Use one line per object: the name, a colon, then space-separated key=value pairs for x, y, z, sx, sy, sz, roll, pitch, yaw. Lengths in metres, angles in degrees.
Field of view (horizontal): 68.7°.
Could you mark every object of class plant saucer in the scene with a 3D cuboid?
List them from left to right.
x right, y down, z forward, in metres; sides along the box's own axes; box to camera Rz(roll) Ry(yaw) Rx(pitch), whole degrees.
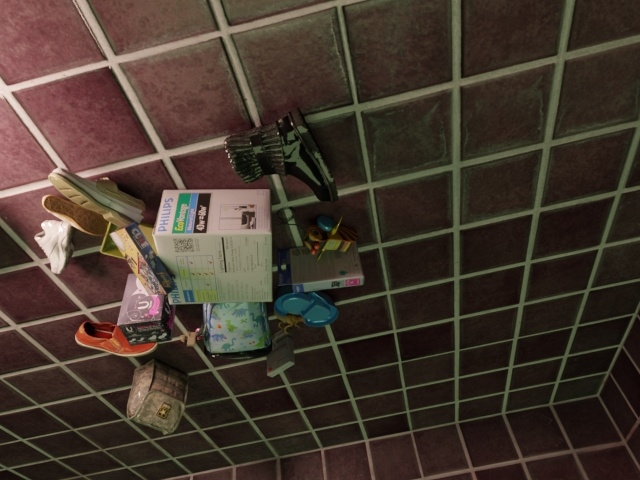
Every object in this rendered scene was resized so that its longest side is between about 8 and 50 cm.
plant saucer: x=-0.657 y=-0.007 z=1.656 sx=0.188 sy=0.045 sz=0.188 roll=18 pitch=128 yaw=-24

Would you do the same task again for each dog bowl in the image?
dog bowl: x=-0.062 y=0.273 z=2.001 sx=0.298 sy=0.074 sz=0.166 roll=26 pitch=125 yaw=-29

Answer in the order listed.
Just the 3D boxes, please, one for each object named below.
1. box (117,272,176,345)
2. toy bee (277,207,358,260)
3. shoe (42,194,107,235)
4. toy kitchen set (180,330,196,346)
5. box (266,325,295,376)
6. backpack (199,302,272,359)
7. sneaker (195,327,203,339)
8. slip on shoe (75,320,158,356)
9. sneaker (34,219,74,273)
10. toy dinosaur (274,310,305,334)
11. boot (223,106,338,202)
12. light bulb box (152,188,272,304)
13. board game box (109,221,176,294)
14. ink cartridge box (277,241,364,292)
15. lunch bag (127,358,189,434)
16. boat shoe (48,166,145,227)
box: x=-0.641 y=0.246 z=1.763 sx=0.164 sy=0.247 sz=0.142 roll=-8 pitch=136 yaw=-2
toy bee: x=0.000 y=0.000 z=1.679 sx=0.299 sy=0.162 sz=0.195 roll=-3 pitch=132 yaw=-9
shoe: x=-0.811 y=-0.086 z=1.552 sx=0.058 sy=0.076 sz=0.219 roll=8 pitch=156 yaw=48
toy kitchen set: x=-0.596 y=0.460 z=2.100 sx=0.068 sy=0.075 sz=0.083 roll=4 pitch=129 yaw=-11
box: x=-0.186 y=0.504 z=2.129 sx=0.145 sy=0.186 sz=0.038 roll=-36 pitch=129 yaw=24
backpack: x=-0.335 y=0.297 z=1.855 sx=0.291 sy=0.273 sz=0.354 roll=-1 pitch=98 yaw=-7
sneaker: x=-0.497 y=0.423 z=2.093 sx=0.120 sy=0.057 sz=0.047 roll=0 pitch=132 yaw=-10
slip on shoe: x=-0.860 y=0.414 z=1.993 sx=0.332 sy=0.123 sz=0.101 roll=15 pitch=126 yaw=-16
sneaker: x=-0.922 y=0.015 z=1.620 sx=0.116 sy=0.090 sz=0.232 roll=16 pitch=121 yaw=-14
toy dinosaur: x=-0.150 y=0.352 z=2.087 sx=0.212 sy=0.064 sz=0.112 roll=17 pitch=112 yaw=-35
boot: x=-0.115 y=-0.221 z=1.464 sx=0.260 sy=0.131 sz=0.347 roll=-26 pitch=122 yaw=7
light bulb box: x=-0.346 y=0.026 z=1.609 sx=0.362 sy=0.225 sz=0.357 roll=-1 pitch=134 yaw=-7
board game box: x=-0.571 y=0.064 z=1.505 sx=0.165 sy=0.042 sz=0.243 roll=-8 pitch=114 yaw=50
ink cartridge box: x=-0.005 y=0.099 z=1.760 sx=0.312 sy=0.185 sz=0.065 roll=-5 pitch=136 yaw=-3
lunch bag: x=-0.761 y=0.742 z=2.205 sx=0.169 sy=0.286 sz=0.235 roll=-31 pitch=130 yaw=20
boat shoe: x=-0.692 y=-0.145 z=1.474 sx=0.113 sy=0.103 sz=0.302 roll=1 pitch=151 yaw=40
